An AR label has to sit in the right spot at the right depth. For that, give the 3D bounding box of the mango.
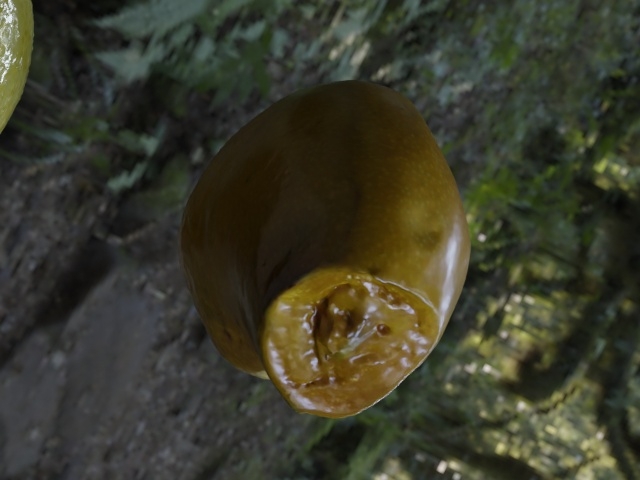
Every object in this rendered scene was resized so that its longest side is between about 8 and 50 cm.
[{"bbox_3d":[0.002,-0.003,0.800,0.187,0.144,0.359,-65,-167,-4],"label":"mango"}]

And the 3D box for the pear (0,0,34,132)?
[{"bbox_3d":[-0.408,-0.189,1.140,0.348,0.348,0.348,-63,179,-3],"label":"pear"}]
